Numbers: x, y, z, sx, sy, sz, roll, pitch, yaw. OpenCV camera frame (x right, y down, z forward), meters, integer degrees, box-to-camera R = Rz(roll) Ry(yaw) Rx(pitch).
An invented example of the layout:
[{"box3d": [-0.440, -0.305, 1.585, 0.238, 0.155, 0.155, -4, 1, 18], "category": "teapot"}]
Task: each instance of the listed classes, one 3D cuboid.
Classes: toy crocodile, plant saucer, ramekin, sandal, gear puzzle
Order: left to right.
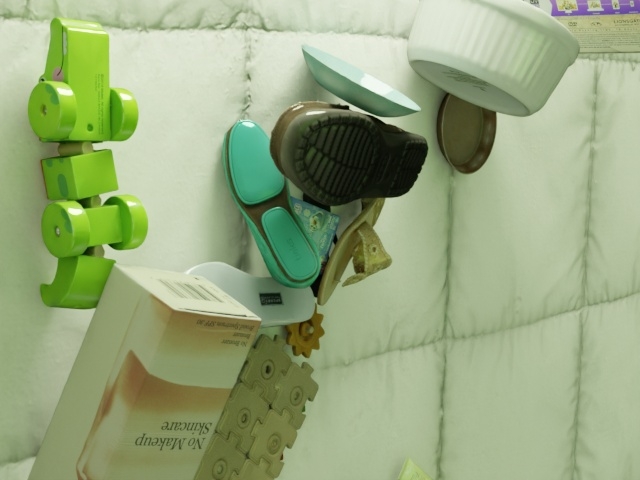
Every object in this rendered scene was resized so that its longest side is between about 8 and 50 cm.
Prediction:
[{"box3d": [-0.281, -0.086, 1.340, 0.115, 0.105, 0.341, -10, 100, -48], "category": "toy crocodile"}, {"box3d": [-0.085, 0.228, 1.664, 0.175, 0.044, 0.339, 48, 58, -41], "category": "gear puzzle"}, {"box3d": [0.000, 0.000, 1.718, 0.067, 0.040, 0.179, -10, 104, -49], "category": "sandal"}, {"box3d": [0.050, -0.218, 1.643, 0.195, 0.195, 0.037, 13, 110, -50], "category": "plant saucer"}, {"box3d": [0.075, 0.009, 1.736, 0.088, 0.079, 0.240, 92, 20, -49], "category": "sandal"}, {"box3d": [0.248, -0.198, 1.984, 0.168, 0.029, 0.168, -10, 104, -49], "category": "plant saucer"}, {"box3d": [0.260, -0.295, 1.812, 0.273, 0.273, 0.127, 25, 88, -49], "category": "ramekin"}]

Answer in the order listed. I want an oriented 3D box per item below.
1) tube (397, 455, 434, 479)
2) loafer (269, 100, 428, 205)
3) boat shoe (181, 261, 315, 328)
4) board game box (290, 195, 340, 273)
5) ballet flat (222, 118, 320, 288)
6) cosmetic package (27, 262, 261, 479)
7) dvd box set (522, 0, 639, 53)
[{"box3d": [0.199, 0.464, 2.026, 0.240, 0.062, 0.070, 40, 25, -41], "category": "tube"}, {"box3d": [0.021, -0.127, 1.640, 0.366, 0.130, 0.134, 8, 108, -62], "category": "loafer"}, {"box3d": [-0.116, 0.088, 1.562, 0.258, 0.084, 0.095, 14, 64, -49], "category": "boat shoe"}, {"box3d": [-0.025, -0.008, 1.675, 0.090, 0.020, 0.090, 21, 79, -20], "category": "board game box"}, {"box3d": [-0.076, -0.043, 1.577, 0.083, 0.087, 0.247, -21, 80, -19], "category": "ballet flat"}, {"box3d": [-0.210, 0.191, 1.373, 0.153, 0.129, 0.296, 10, 108, -49], "category": "cosmetic package"}, {"box3d": [0.378, -0.502, 1.873, 0.062, 0.307, 0.420, -47, 128, -38], "category": "dvd box set"}]
